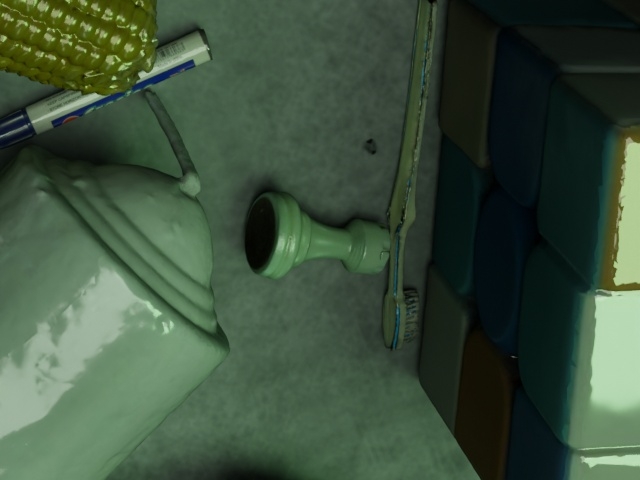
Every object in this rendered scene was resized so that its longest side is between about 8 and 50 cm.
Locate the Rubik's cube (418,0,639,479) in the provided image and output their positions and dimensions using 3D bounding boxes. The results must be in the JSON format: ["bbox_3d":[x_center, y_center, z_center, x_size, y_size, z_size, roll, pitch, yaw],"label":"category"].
[{"bbox_3d":[0.287,0.019,1.431,0.347,0.346,0.344,-2,111,-12],"label":"Rubik's cube"}]

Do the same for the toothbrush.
[{"bbox_3d":[0.069,-0.050,1.523,0.028,0.026,0.294,-11,115,-29],"label":"toothbrush"}]

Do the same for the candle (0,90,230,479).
[{"bbox_3d":[-0.198,0.068,1.399,0.342,0.221,0.221,-45,115,6],"label":"candle"}]

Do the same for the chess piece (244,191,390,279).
[{"bbox_3d":[0.000,0.000,1.510,0.103,0.067,0.067,7,110,-26],"label":"chess piece"}]

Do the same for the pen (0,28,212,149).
[{"bbox_3d":[-0.174,-0.103,1.442,0.204,0.025,0.025,-25,115,-3],"label":"pen"}]

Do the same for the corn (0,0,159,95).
[{"bbox_3d":[-0.266,-0.200,1.326,0.344,0.131,0.131,21,105,-23],"label":"corn"}]
